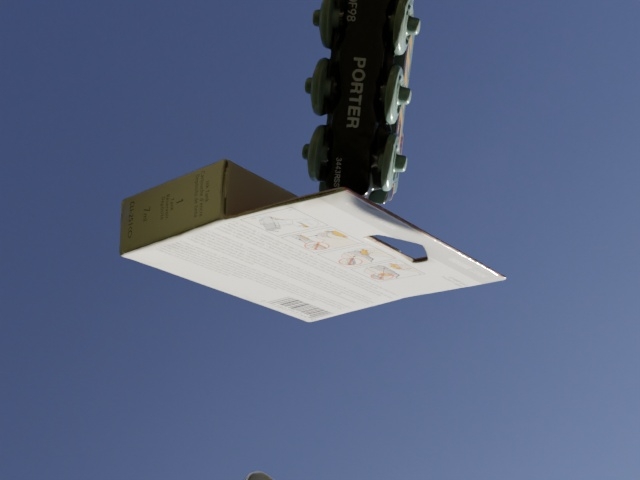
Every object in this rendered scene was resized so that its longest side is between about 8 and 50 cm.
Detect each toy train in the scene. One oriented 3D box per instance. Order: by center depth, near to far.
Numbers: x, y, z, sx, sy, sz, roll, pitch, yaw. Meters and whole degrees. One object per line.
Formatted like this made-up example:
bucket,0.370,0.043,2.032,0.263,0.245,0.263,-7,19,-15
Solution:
toy train,0.061,-0.200,1.188,0.142,0.190,0.334,7,-81,11

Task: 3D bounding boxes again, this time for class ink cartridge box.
ink cartridge box,0.000,0.000,0.863,0.261,0.296,0.066,-16,-115,33

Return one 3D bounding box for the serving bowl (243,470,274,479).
serving bowl,-0.056,0.272,0.865,0.027,0.083,0.083,-36,-95,15
